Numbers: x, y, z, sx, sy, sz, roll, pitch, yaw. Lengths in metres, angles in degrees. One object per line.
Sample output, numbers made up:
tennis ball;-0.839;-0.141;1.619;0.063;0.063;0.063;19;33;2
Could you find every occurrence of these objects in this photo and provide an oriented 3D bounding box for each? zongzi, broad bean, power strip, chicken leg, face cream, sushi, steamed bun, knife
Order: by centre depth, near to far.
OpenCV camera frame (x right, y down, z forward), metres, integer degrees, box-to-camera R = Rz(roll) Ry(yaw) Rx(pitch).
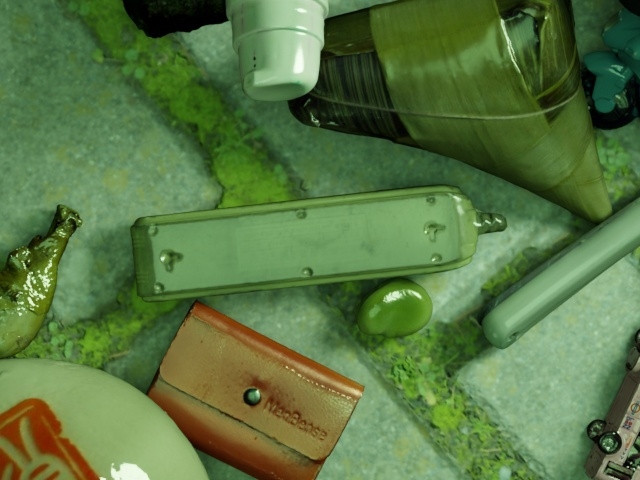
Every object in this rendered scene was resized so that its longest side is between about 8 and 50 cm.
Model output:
face cream;-0.044;-0.298;1.779;0.102;0.102;0.345;-2;73;-2
steamed bun;-0.290;0.303;1.809;0.374;0.241;0.374;0;94;7
sushi;-0.156;-0.317;1.824;0.127;0.124;0.225;-9;102;4
zongzi;0.135;-0.104;1.867;0.289;0.154;0.317;-12;120;13
chicken leg;-0.308;0.039;1.885;0.093;0.070;0.178;34;86;1
power strip;0.000;0.000;1.896;0.387;0.066;0.092;-6;94;0
knife;0.279;0.023;1.908;0.265;0.073;0.040;-37;64;-1
broad bean;0.076;0.071;1.914;0.083;0.045;0.063;-12;97;-9

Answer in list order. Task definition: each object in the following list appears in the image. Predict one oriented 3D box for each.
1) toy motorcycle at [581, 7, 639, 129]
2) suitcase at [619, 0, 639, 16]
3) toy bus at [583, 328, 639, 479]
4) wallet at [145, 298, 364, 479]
toy motorcycle;0.396;-0.173;1.862;0.272;0.123;0.182;12;124;6
suitcase;0.472;-0.331;1.739;0.339;0.188;0.345;26;69;11
toy bus;0.350;0.168;1.927;0.090;0.063;0.203;23;96;-8
wallet;-0.074;0.169;1.915;0.204;0.045;0.142;28;95;-5
